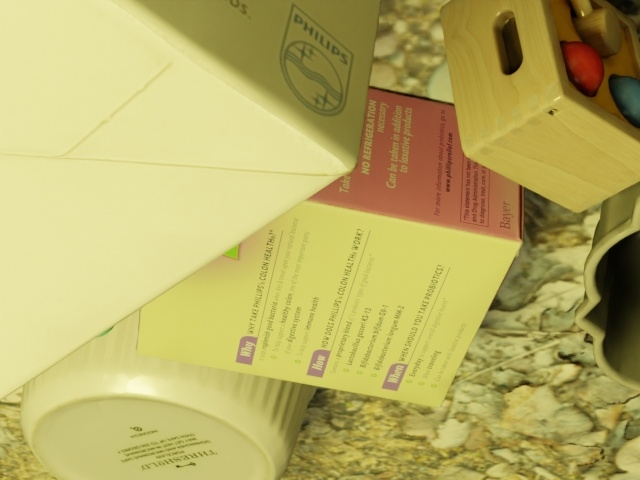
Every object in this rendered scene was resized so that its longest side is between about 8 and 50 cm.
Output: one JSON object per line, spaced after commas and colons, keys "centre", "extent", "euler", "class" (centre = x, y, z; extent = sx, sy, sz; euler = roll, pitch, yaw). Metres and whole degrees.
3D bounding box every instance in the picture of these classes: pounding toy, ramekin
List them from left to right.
{"centre": [-0.137, 0.138, 1.041], "extent": [0.272, 0.127, 0.273], "euler": [5, 140, 4], "class": "ramekin"}
{"centre": [0.141, -0.115, 0.701], "extent": [0.130, 0.141, 0.100], "euler": [22, 141, -39], "class": "pounding toy"}

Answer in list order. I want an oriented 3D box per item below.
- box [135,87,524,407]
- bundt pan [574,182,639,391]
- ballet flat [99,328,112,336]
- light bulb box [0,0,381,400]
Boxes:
{"centre": [0.000, 0.000, 0.859], "extent": [0.242, 0.117, 0.214], "euler": [10, 141, -4], "class": "box"}
{"centre": [0.337, -0.004, 0.792], "extent": [0.330, 0.124, 0.331], "euler": [5, 141, 4], "class": "bundt pan"}
{"centre": [-0.237, 0.037, 0.856], "extent": [0.188, 0.070, 0.070], "euler": [-5, 139, 10], "class": "ballet flat"}
{"centre": [-0.158, -0.137, 0.527], "extent": [0.225, 0.361, 0.358], "euler": [35, 134, -27], "class": "light bulb box"}
